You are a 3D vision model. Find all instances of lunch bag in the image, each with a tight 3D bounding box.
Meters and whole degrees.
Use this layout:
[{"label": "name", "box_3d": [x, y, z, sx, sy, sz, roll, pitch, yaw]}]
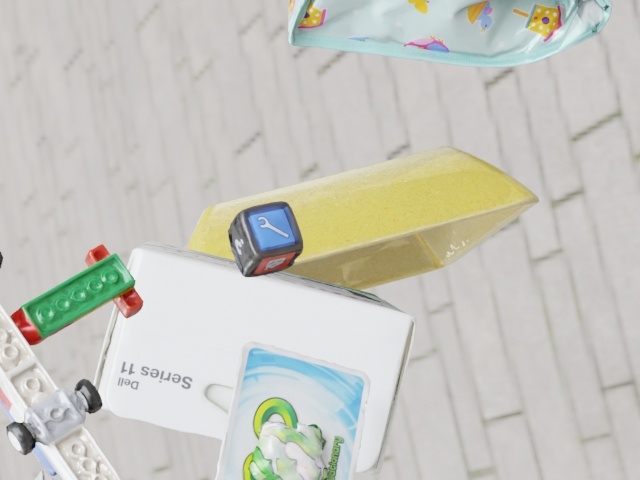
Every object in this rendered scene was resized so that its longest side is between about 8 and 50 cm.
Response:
[{"label": "lunch bag", "box_3d": [0.105, -0.259, 1.406, 0.223, 0.262, 0.160, -92, 7, -48]}]

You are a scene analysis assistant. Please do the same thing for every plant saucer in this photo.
[{"label": "plant saucer", "box_3d": [0.000, 0.000, 1.624, 0.333, 0.333, 0.081, 131, 123, -74]}]

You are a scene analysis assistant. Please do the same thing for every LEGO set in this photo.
[{"label": "LEGO set", "box_3d": [-0.081, 0.086, 0.596, 0.060, 0.182, 0.244, 126, 158, -61]}]

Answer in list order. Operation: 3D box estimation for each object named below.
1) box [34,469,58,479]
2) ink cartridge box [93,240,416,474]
[{"label": "box", "box_3d": [-0.137, 0.315, 1.059, 0.262, 0.231, 0.127, 39, 179, -10]}, {"label": "ink cartridge box", "box_3d": [-0.038, 0.058, 0.941, 0.208, 0.153, 0.087, -161, 85, -85]}]
